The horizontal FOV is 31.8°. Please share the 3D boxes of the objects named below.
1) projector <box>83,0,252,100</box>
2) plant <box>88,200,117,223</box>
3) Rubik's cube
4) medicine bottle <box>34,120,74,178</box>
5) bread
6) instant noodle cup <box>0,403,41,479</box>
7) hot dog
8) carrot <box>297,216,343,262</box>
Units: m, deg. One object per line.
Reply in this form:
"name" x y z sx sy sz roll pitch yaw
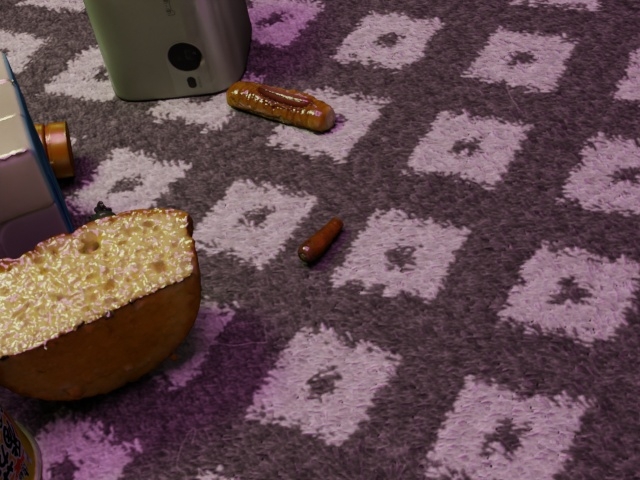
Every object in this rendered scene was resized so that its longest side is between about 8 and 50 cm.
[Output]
"projector" -0.271 -0.423 1.995 0.248 0.249 0.248 -4 44 9
"plant" -0.335 -0.030 1.736 0.051 0.051 0.102 -19 37 -7
"Rubik's cube" -0.526 -0.048 1.621 0.291 0.290 0.292 -22 42 -10
"medicine bottle" -0.505 -0.138 1.838 0.191 0.096 0.096 -8 42 -7
"bread" -0.303 0.101 1.494 0.340 0.179 0.194 -23 45 -15
"instant noodle cup" -0.490 0.253 1.357 0.264 0.200 0.264 -5 43 5
"hot dog" -0.068 -0.235 1.896 0.215 0.047 0.066 21 49 31
"carrot" 0.000 0.000 1.639 0.032 0.032 0.093 19 46 29
